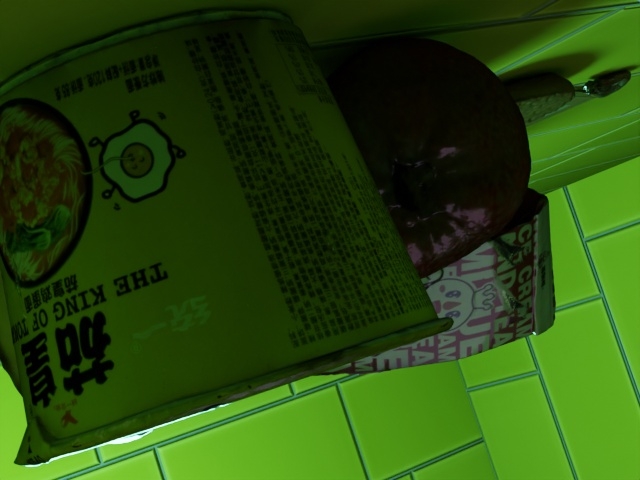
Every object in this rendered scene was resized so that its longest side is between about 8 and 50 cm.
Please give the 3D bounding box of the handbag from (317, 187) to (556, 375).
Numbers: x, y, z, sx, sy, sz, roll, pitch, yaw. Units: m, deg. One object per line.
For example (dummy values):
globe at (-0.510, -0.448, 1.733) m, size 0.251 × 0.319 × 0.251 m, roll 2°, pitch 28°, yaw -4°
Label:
handbag at (0.087, 0.030, 1.303) m, size 0.298 × 0.171 × 0.151 m, roll -2°, pitch -147°, yaw 3°

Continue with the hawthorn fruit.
hawthorn fruit at (0.077, -0.079, 1.161) m, size 0.211 × 0.210 × 0.262 m, roll -19°, pitch -169°, yaw 5°

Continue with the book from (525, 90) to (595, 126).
book at (0.313, -0.187, 1.851) m, size 0.118 × 0.012 × 0.172 m, roll -21°, pitch 174°, yaw 29°

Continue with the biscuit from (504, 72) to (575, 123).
biscuit at (0.198, -0.154, 1.646) m, size 0.262 × 0.037 × 0.262 m, roll -18°, pitch 175°, yaw -2°

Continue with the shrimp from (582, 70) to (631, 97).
shrimp at (0.395, -0.217, 1.785) m, size 0.059 × 0.023 × 0.108 m, roll -32°, pitch 169°, yaw 28°

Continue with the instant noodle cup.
instant noodle cup at (-0.094, -0.005, 0.941) m, size 0.326 × 0.254 × 0.325 m, roll -18°, pitch 176°, yaw -1°

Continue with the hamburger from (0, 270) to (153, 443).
hamburger at (-0.167, 0.044, 1.270) m, size 0.186 × 0.261 × 0.303 m, roll -25°, pitch -179°, yaw 22°
